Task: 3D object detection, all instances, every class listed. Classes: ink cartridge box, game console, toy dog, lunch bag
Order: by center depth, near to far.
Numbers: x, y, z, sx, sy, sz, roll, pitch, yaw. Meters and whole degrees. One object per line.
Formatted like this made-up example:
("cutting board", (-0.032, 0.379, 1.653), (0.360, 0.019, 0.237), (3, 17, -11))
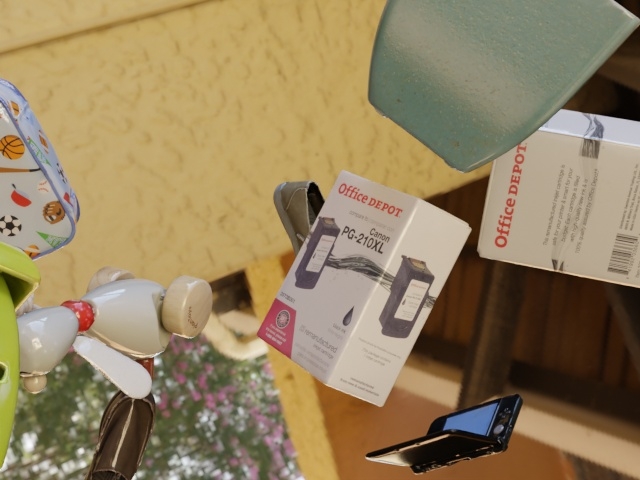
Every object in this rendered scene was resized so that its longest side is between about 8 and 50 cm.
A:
("game console", (0.122, 0.183, 1.006), (0.122, 0.107, 0.071), (-27, -69, 43))
("ink cartridge box", (0.049, 0.051, 1.232), (0.172, 0.100, 0.237), (26, -91, 54))
("toy dog", (-0.282, 0.137, 1.311), (0.220, 0.333, 0.161), (13, -75, 42))
("ink cartridge box", (0.384, -0.064, 1.451), (0.289, 0.121, 0.211), (12, -62, 9))
("lunch bag", (-0.534, -0.094, 1.596), (0.115, 0.243, 0.303), (-106, 172, -66))

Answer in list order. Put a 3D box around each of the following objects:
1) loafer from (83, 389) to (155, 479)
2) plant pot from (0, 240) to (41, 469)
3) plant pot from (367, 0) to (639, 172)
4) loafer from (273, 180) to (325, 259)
("loafer", (-0.296, 0.323, 1.516), (0.078, 0.080, 0.220), (-154, -98, -73))
("plant pot", (-0.374, 0.090, 0.861), (0.227, 0.228, 0.207), (-35, -143, 49))
("plant pot", (0.195, -0.222, 1.198), (0.247, 0.248, 0.252), (37, -71, 7))
("loafer", (0.000, 0.000, 1.877), (0.087, 0.094, 0.251), (-25, -85, 39))
